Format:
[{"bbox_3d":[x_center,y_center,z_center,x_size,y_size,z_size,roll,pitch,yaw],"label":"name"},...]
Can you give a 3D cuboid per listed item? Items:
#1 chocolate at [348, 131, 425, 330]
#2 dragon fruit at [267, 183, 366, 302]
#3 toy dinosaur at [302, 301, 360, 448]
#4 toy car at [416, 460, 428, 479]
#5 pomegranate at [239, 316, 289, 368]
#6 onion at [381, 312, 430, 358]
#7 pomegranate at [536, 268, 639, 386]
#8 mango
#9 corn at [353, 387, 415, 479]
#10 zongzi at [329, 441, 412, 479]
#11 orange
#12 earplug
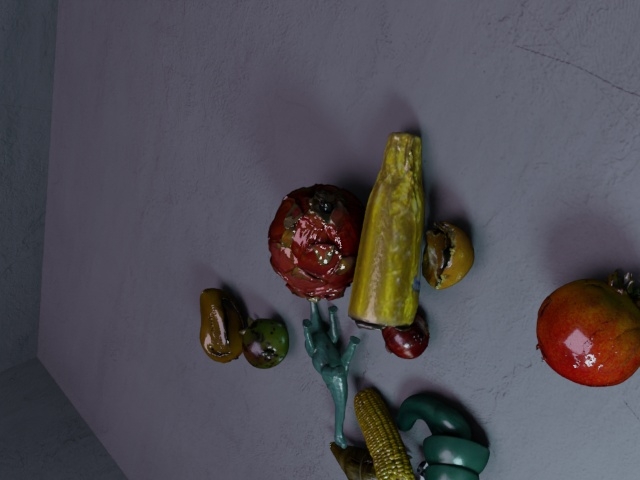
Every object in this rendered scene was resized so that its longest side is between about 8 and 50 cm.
[{"bbox_3d":[0.166,-0.022,1.663,0.162,0.162,0.446,13,97,43],"label":"chocolate"},{"bbox_3d":[0.000,0.000,1.813,0.277,0.277,0.343,38,137,29],"label":"dragon fruit"},{"bbox_3d":[0.006,0.363,2.099,0.331,0.129,0.383,101,148,-43],"label":"toy dinosaur"},{"bbox_3d":[0.302,0.642,1.940,0.080,0.070,0.171,26,126,37],"label":"toy car"},{"bbox_3d":[-0.188,0.308,2.246,0.220,0.156,0.156,14,117,47],"label":"pomegranate"},{"bbox_3d":[0.210,0.234,1.814,0.131,0.131,0.131,21,122,39],"label":"onion"},{"bbox_3d":[0.529,0.167,1.405,0.210,0.210,0.235,42,93,25],"label":"pomegranate"},{"bbox_3d":[-0.326,0.273,2.375,0.151,0.156,0.249,-144,37,-84],"label":"mango"},{"bbox_3d":[0.164,0.524,1.951,0.102,0.101,0.313,116,145,-41],"label":"corn"},{"bbox_3d":[0.141,0.720,2.091,0.288,0.134,0.286,1,102,46],"label":"zongzi"},{"bbox_3d":[0.289,0.033,1.648,0.112,0.170,0.160,0,104,3],"label":"orange"},{"bbox_3d":[0.293,0.520,1.828,0.257,0.280,0.164,-8,144,21],"label":"earplug"}]
